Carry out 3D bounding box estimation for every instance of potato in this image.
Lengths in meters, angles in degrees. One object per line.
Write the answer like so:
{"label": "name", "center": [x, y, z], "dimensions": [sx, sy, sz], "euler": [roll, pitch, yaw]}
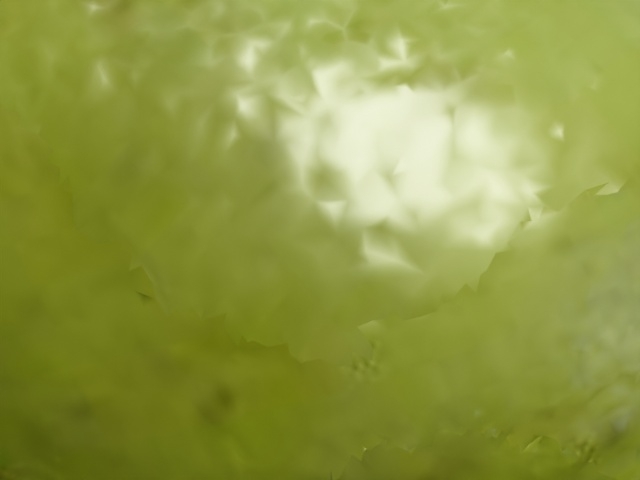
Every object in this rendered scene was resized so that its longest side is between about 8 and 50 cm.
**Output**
{"label": "potato", "center": [-0.035, 0.032, 0.402], "dimensions": [0.212, 0.280, 0.330], "euler": [-33, 138, -37]}
